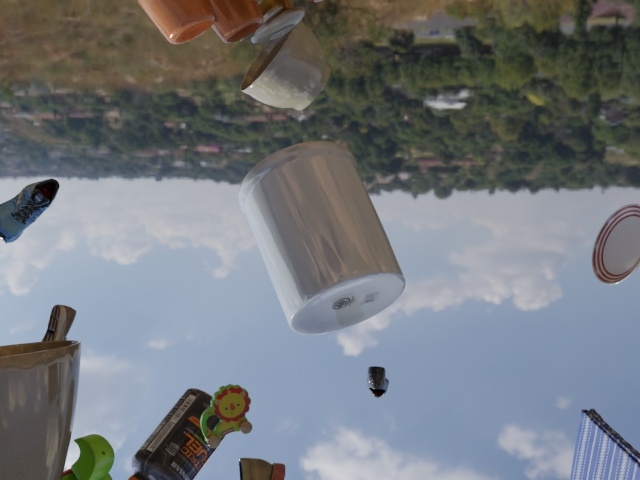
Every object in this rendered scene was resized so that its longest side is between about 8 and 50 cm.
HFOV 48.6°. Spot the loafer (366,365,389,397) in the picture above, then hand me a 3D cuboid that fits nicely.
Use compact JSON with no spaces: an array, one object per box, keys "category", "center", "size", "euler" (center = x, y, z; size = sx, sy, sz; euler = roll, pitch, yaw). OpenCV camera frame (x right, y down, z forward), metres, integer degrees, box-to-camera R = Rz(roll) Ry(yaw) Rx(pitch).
[{"category":"loafer","center":[0.152,0.396,1.918],"size":[0.062,0.061,0.170],"euler":[-1,151,12]}]

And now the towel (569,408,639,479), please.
[{"category":"towel","center":[0.569,0.496,1.340],"size":[0.040,0.243,0.336],"euler":[4,-168,-8]}]

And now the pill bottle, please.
[{"category":"pill bottle","center":[-0.299,0.437,1.462],"size":[0.131,0.130,0.245],"euler":[5,-136,39]}]

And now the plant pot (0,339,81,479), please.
[{"category":"plant pot","center":[-0.535,0.324,1.218],"size":[0.257,0.273,0.256],"euler":[-5,179,0]}]

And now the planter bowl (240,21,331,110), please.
[{"category":"planter bowl","center":[-0.052,-0.300,1.261],"size":[0.109,0.162,0.162],"euler":[35,171,-22]}]

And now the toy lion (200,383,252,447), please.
[{"category":"toy lion","center":[-0.172,0.312,1.283],"size":[0.100,0.096,0.034],"euler":[-21,-168,-18]}]

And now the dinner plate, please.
[{"category":"dinner plate","center":[0.498,0.008,1.165],"size":[0.017,0.141,0.141],"euler":[19,-179,-14]}]

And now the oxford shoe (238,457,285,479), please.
[{"category":"oxford shoe","center":[-0.180,0.674,1.637],"size":[0.130,0.348,0.123],"euler":[18,140,-4]}]

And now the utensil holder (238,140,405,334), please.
[{"category":"utensil holder","center":[0.000,0.000,1.783],"size":[0.328,0.385,0.327],"euler":[-17,153,-9]}]

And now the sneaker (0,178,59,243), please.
[{"category":"sneaker","center":[-0.512,-0.061,1.233],"size":[0.073,0.063,0.162],"euler":[-25,-152,32]}]

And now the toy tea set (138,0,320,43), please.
[{"category":"toy tea set","center":[-0.088,-0.336,0.862],"size":[0.200,0.124,0.336],"euler":[-28,-177,28]}]

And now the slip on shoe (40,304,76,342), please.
[{"category":"slip on shoe","center":[-0.519,0.193,1.394],"size":[0.052,0.135,0.041],"euler":[10,174,39]}]

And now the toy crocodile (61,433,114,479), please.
[{"category":"toy crocodile","center":[-0.496,0.508,1.348],"size":[0.105,0.340,0.115],"euler":[44,-156,17]}]
